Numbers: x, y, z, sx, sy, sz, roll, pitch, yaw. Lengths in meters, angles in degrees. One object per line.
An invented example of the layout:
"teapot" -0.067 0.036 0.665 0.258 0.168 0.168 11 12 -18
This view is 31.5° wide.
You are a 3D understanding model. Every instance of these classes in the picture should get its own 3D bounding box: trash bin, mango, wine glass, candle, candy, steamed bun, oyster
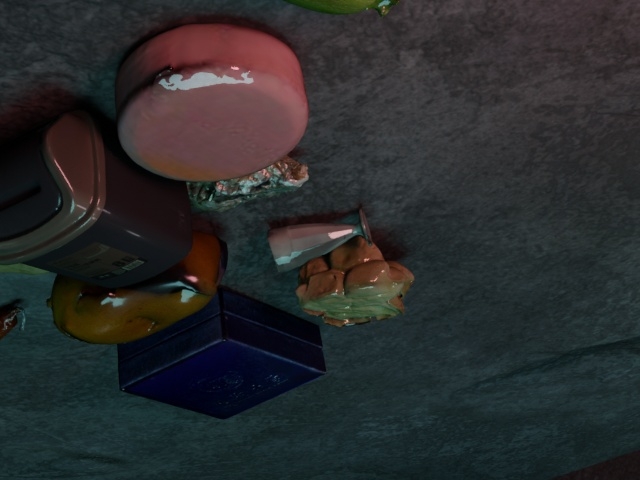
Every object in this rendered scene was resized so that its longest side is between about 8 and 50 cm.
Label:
"trash bin" -0.321 -0.049 1.508 0.209 0.182 0.290 -23 153 25
"mango" -0.278 0.071 1.740 0.287 0.152 0.201 -14 146 8
"wine glass" 0.000 0.000 1.774 0.155 0.073 0.073 -13 150 7
"candle" -0.543 0.153 1.910 0.053 0.048 0.162 3 151 -44
"candy" -0.139 -0.171 1.422 0.255 0.094 0.255 -7 150 -4
"steamed bun" 0.063 0.065 1.873 0.192 0.106 0.177 -19 153 33
"oyster" -0.114 -0.082 1.617 0.177 0.064 0.125 -27 149 31

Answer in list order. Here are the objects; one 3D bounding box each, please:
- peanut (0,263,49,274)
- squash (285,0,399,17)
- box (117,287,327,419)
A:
"peanut" -0.474 0.008 1.614 0.237 0.120 0.110 4 109 -11
"squash" -0.064 -0.318 1.186 0.395 0.107 0.107 18 140 -39
"box" -0.178 0.214 2.056 0.261 0.116 0.279 -29 146 29
